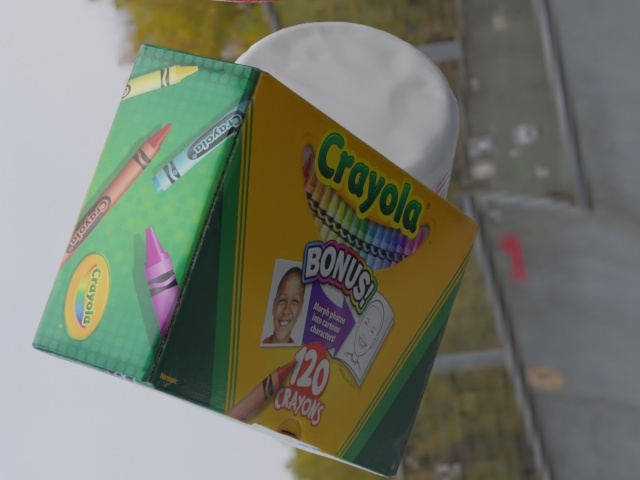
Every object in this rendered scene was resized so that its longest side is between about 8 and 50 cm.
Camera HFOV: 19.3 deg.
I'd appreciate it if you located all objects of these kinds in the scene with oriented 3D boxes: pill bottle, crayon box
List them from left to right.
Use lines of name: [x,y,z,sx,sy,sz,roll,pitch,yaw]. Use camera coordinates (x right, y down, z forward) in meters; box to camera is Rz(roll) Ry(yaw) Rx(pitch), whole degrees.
crayon box: [-0.023,0.021,1.029,0.278,0.081,0.165,30,-103,-58]
pill bottle: [0.000,0.000,1.370,0.301,0.169,0.169,98,175,-50]
